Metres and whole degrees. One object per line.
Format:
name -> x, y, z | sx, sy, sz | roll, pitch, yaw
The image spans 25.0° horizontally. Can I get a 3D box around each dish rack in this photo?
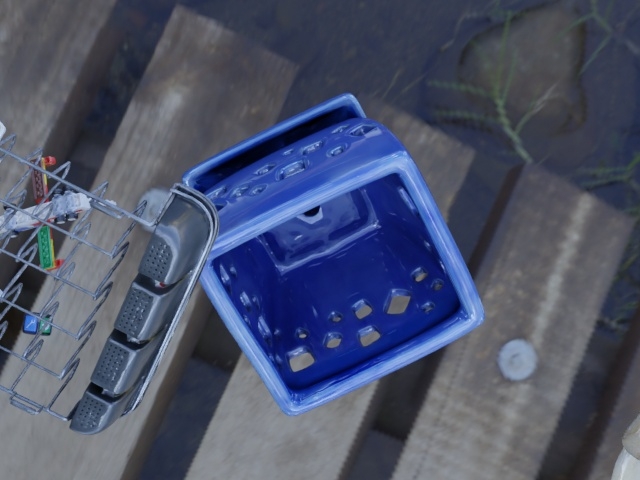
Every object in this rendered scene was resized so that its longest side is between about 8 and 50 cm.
dish rack -> -0.234, 0.012, 1.066 | 0.271, 0.074, 0.208 | 26, 113, 0

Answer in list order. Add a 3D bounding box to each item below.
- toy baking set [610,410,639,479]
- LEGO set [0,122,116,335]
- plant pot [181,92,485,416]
toy baking set -> 0.184, 0.101, 0.669 | 0.030, 0.197, 0.256 | 25, 54, 34
LEGO set -> -0.320, -0.014, 1.451 | 0.244, 0.060, 0.182 | 40, 105, 28
plant pot -> 0.000, 0.000, 1.480 | 0.236, 0.212, 0.236 | -27, 123, 1
